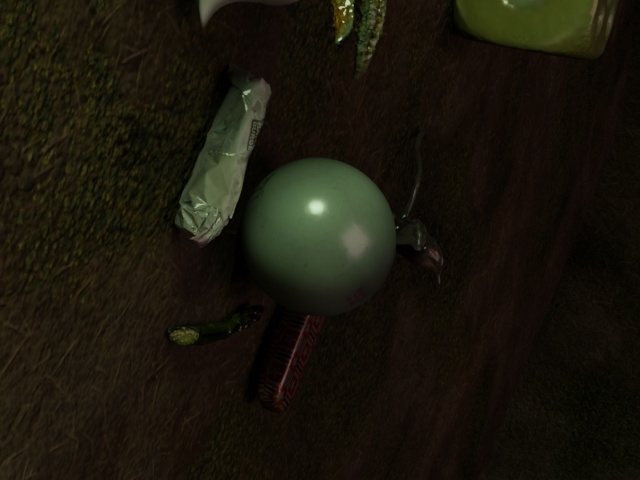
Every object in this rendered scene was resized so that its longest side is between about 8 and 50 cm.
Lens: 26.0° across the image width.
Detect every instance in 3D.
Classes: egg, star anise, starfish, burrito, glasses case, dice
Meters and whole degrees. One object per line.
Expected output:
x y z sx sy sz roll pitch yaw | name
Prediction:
0.000 0.000 1.652 0.264 0.183 0.183 60 47 -74 | egg
0.165 -0.069 2.158 0.227 0.148 0.218 -61 -158 -9 | star anise
0.081 -0.336 1.476 0.358 0.078 0.347 -37 148 -79 | starfish
-0.103 -0.089 1.479 0.064 0.064 0.203 53 53 -67 | burrito
-0.040 0.132 1.844 0.073 0.049 0.194 66 43 -60 | glasses case
0.362 -0.423 2.280 0.233 0.238 0.227 -15 118 -68 | dice

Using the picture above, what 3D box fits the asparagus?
-0.119 0.102 1.628 0.034 0.027 0.236 -67 163 12 | asparagus

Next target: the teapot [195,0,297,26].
-0.039 -0.347 1.357 0.204 0.139 0.298 -144 -116 -81 | teapot
